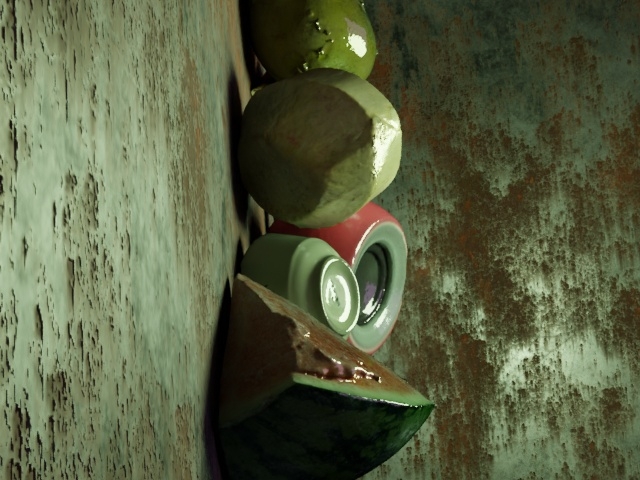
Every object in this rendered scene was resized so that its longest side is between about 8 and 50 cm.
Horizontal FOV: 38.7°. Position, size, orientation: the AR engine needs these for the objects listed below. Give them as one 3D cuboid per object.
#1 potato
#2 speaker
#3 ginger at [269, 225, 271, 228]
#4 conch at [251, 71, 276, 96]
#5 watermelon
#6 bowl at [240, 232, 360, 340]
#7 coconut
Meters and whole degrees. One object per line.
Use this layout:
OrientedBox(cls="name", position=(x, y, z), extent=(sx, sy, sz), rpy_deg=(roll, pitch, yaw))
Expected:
OrientedBox(cls="potato", position=(-0.032, -0.433, 1.690), extent=(0.270, 0.219, 0.359), rpy_deg=(45, 27, -66))
OrientedBox(cls="speaker", position=(0.026, 0.071, 1.591), extent=(0.294, 0.294, 0.294), rpy_deg=(-4, 90, -88))
OrientedBox(cls="ginger", position=(-0.066, 0.036, 1.778), extent=(0.213, 0.074, 0.137), rpy_deg=(-115, -178, -85))
OrientedBox(cls="conch", position=(-0.089, -0.302, 1.821), extent=(0.330, 0.093, 0.109), rpy_deg=(-31, 138, -65))
OrientedBox(cls="watermelon", position=(-0.062, 0.209, 1.136), extent=(0.250, 0.293, 0.283), rpy_deg=(-56, 145, -4))
OrientedBox(cls="bowl", position=(-0.016, 0.086, 1.335), extent=(0.211, 0.112, 0.211), rpy_deg=(23, 62, -55))
OrientedBox(cls="coconut", position=(0.002, -0.147, 1.432), extent=(0.259, 0.259, 0.259), rpy_deg=(-4, 90, -88))
